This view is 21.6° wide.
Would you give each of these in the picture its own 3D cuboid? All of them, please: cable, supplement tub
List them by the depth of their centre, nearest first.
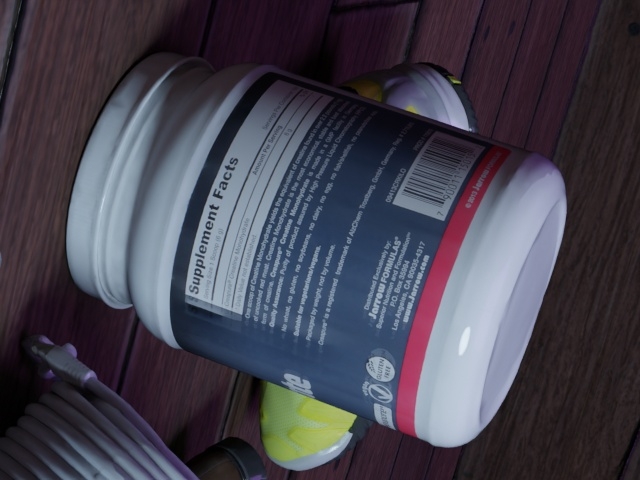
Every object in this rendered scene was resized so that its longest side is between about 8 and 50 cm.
[{"bbox_3d":[-0.095,0.199,0.994,0.089,0.257,0.257,-40,134,-16],"label":"cable"},{"bbox_3d":[0.000,0.000,1.051,0.191,0.272,0.191,20,90,-75],"label":"supplement tub"}]

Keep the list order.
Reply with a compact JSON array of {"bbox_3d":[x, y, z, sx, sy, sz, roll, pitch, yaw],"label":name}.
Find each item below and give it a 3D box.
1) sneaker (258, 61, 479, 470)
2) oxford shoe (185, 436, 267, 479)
[{"bbox_3d":[-0.001,0.025,1.416,0.147,0.145,0.384,-5,120,-40],"label":"sneaker"},{"bbox_3d":[-0.118,0.269,1.378,0.096,0.083,0.227,-20,130,-46],"label":"oxford shoe"}]
